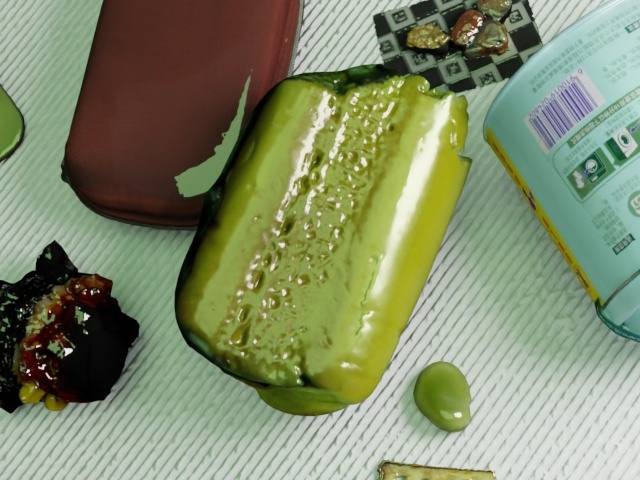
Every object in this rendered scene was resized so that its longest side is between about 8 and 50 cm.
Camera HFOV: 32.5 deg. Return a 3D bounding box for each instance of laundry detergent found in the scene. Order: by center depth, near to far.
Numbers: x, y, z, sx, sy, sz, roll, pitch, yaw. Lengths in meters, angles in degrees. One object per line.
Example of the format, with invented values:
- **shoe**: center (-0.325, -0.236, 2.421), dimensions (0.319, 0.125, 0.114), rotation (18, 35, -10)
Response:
- **laundry detergent**: center (0.364, -0.063, 1.120), dimensions (0.287, 0.287, 0.305), rotation (-30, 71, 1)

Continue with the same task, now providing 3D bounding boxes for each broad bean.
- **broad bean**: center (0.136, 0.175, 1.221), dimensions (0.063, 0.045, 0.083), rotation (-20, 64, 3)

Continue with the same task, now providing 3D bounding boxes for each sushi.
- **sushi**: center (-0.297, 0.112, 1.260), dimensions (0.150, 0.153, 0.172), rotation (20, 57, 35)
- **sushi**: center (0.166, -0.250, 1.346), dimensions (0.201, 0.031, 0.139), rotation (-16, 72, 5)

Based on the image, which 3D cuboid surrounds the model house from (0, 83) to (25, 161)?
- **model house**: center (-0.526, -0.192, 1.327), dimensions (0.205, 0.278, 0.218), rotation (-39, 72, -4)

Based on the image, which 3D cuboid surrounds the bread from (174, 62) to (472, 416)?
- **bread**: center (0.000, 0.000, 1.208), dimensions (0.251, 0.208, 0.376), rotation (21, 79, 8)

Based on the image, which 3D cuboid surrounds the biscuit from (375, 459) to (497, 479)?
- **biscuit**: center (0.120, 0.343, 1.186), dimensions (0.144, 0.016, 0.203), rotation (2, 73, 11)

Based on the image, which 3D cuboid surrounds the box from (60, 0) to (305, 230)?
- **box**: center (-0.164, -0.207, 1.351), dimensions (0.263, 0.108, 0.403), rotation (9, 77, 13)
